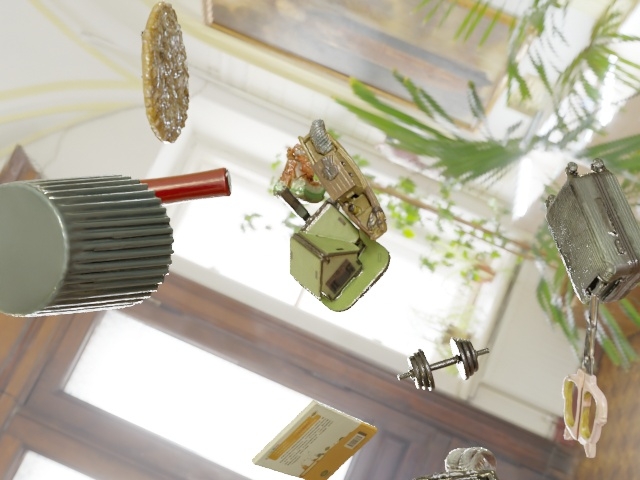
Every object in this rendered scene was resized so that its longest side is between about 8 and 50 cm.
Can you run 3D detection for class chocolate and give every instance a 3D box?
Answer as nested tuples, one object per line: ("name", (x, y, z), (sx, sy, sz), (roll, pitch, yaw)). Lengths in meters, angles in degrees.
("chocolate", (0.319, 0.476, 1.740), (0.072, 0.072, 0.167), (-66, 10, -22))

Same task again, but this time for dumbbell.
("dumbbell", (0.271, 0.271, 1.802), (0.099, 0.208, 0.099), (163, 90, -88))

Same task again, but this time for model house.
("model house", (0.000, 0.000, 1.883), (0.205, 0.218, 0.279), (-48, -38, -8))

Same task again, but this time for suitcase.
("suitcase", (0.645, -0.017, 1.918), (0.202, 0.128, 0.312), (101, 159, -59))

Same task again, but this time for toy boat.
("toy boat", (0.052, -0.138, 1.888), (0.089, 0.321, 0.121), (-37, -17, 15))

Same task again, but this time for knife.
("knife", (0.034, -0.108, 2.210), (0.060, 0.028, 0.230), (-29, 21, 17))

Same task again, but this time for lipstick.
("lipstick", (-0.344, -0.131, 2.053), (0.080, 0.241, 0.080), (-7, -90, -87))

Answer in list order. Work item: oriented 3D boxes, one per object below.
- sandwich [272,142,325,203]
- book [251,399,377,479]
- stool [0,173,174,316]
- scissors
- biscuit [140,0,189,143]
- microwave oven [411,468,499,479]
("sandwich", (-0.052, -0.180, 2.223), (0.185, 0.109, 0.160), (-22, -61, -72))
("book", (-0.007, 0.488, 1.950), (0.208, 0.020, 0.295), (-45, -40, 7))
("stool", (-0.503, 0.008, 1.647), (0.297, 0.297, 0.330), (-67, -18, 10))
("scissors", (0.520, 0.259, 1.605), (0.160, 0.024, 0.317), (-139, 50, -74))
("biscuit", (-0.234, -0.253, 1.242), (0.220, 0.033, 0.220), (1, -90, -85))
("microwave oven", (0.260, 0.548, 1.481), (0.247, 0.178, 0.188), (-98, -1, -72))
